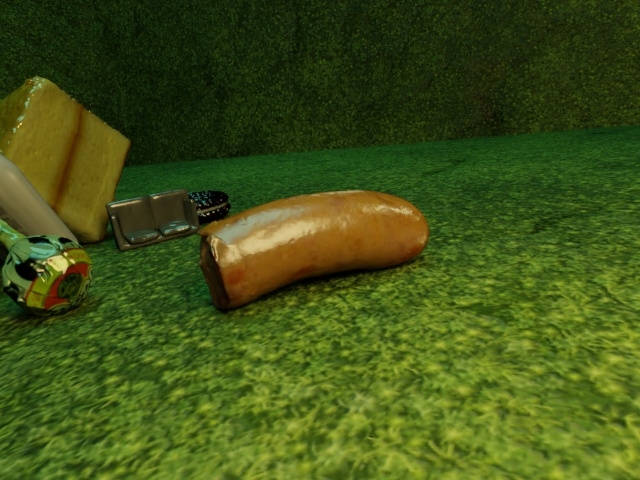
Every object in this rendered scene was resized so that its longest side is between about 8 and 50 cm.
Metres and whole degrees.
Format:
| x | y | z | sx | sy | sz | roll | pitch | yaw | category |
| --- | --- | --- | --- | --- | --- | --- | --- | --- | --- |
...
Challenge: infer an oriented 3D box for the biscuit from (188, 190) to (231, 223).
| x | y | z | sx | sy | sz | roll | pitch | yaw | category |
| --- | --- | --- | --- | --- | --- | --- | --- | --- | --- |
| -0.285 | -0.067 | 1.032 | 0.195 | 0.053 | 0.194 | -8 | 15 | 2 | biscuit |

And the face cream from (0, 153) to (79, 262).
| x | y | z | sx | sy | sz | roll | pitch | yaw | category |
| --- | --- | --- | --- | --- | --- | --- | --- | --- | --- |
| -0.476 | -0.069 | 0.694 | 0.144 | 0.291 | 0.070 | -3 | 48 | 15 | face cream |

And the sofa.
| x | y | z | sx | sy | sz | roll | pitch | yaw | category |
| --- | --- | --- | --- | --- | --- | --- | --- | --- | --- |
| -0.295 | -0.040 | 0.873 | 0.147 | 0.085 | 0.060 | -15 | 14 | -31 | sofa |

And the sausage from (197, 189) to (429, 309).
| x | y | z | sx | sy | sz | roll | pitch | yaw | category |
| --- | --- | --- | --- | --- | --- | --- | --- | --- | --- |
| -0.001 | -0.001 | 0.556 | 0.271 | 0.108 | 0.109 | -10 | 15 | -23 | sausage |

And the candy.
| x | y | z | sx | sy | sz | roll | pitch | yaw | category |
| --- | --- | --- | --- | --- | --- | --- | --- | --- | --- |
| -0.400 | -0.021 | 0.578 | 0.306 | 0.083 | 0.091 | 36 | 52 | 6 | candy |

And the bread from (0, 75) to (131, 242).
| x | y | z | sx | sy | sz | roll | pitch | yaw | category |
| --- | --- | --- | --- | --- | --- | --- | --- | --- | --- |
| -0.598 | -0.117 | 0.927 | 0.362 | 0.244 | 0.233 | -5 | -24 | 22 | bread |
